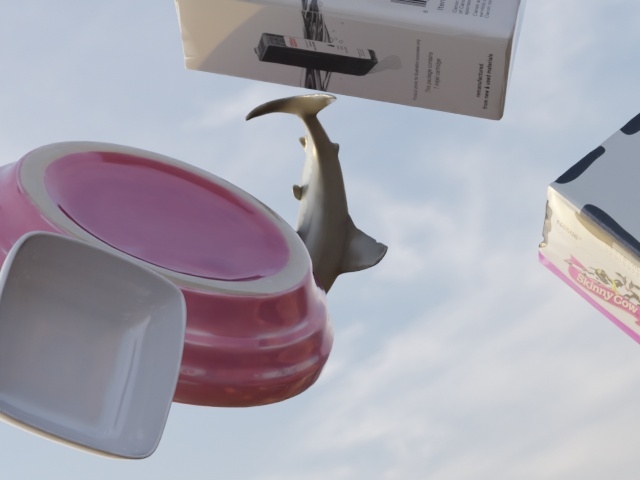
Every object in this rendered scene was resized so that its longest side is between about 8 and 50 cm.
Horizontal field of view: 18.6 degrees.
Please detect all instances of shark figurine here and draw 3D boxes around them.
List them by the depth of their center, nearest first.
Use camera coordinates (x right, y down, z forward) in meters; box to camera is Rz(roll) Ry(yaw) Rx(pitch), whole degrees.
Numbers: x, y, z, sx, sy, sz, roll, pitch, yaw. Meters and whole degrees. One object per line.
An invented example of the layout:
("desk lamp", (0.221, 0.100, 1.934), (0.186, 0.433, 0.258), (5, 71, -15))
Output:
("shark figurine", (0.012, -0.026, 1.899), (0.166, 0.116, 0.278), (-22, -56, -52))

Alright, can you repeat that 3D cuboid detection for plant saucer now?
("plant saucer", (-0.137, 0.012, 1.590), (0.332, 0.332, 0.084), (-8, -53, -53))

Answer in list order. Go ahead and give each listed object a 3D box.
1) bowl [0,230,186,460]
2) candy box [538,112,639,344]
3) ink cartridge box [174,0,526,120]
("bowl", (-0.170, 0.076, 1.340), (0.142, 0.142, 0.053), (24, -28, -26))
("candy box", (0.247, -0.026, 0.984), (0.233, 0.159, 0.071), (-36, -28, -23))
("ink cartridge box", (0.034, -0.225, 1.602), (0.273, 0.197, 0.114), (10, -33, 7))
